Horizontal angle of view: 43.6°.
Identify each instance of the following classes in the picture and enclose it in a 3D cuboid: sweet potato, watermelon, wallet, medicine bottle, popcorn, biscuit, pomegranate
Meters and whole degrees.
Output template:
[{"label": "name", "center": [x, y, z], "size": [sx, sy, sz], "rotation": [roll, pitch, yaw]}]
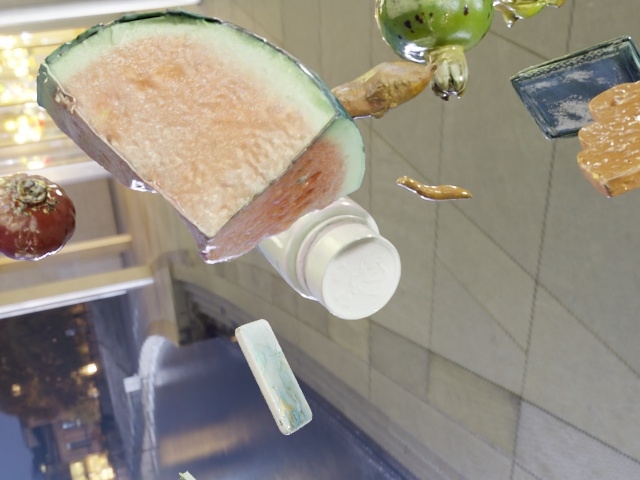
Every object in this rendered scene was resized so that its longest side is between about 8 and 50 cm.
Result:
[{"label": "sweet potato", "center": [0.055, -0.191, 1.081], "size": [0.068, 0.226, 0.068], "rotation": [-20, -90, -78]}, {"label": "watermelon", "center": [-0.110, -0.102, 0.710], "size": [0.148, 0.318, 0.226], "rotation": [109, 174, -63]}, {"label": "wallet", "center": [0.686, -0.381, 2.050], "size": [0.342, 0.075, 0.237], "rotation": [-10, 127, 50]}, {"label": "medicine bottle", "center": [0.000, 0.000, 1.283], "size": [0.293, 0.170, 0.170], "rotation": [-139, 40, -56]}, {"label": "popcorn", "center": [0.479, -0.655, 1.948], "size": [0.224, 0.270, 0.258], "rotation": [-65, -19, -16]}, {"label": "biscuit", "center": [0.440, -0.148, 1.038], "size": [0.284, 0.306, 0.043], "rotation": [-2, 127, 54]}, {"label": "sweet potato", "center": [0.248, -0.108, 1.758], "size": [0.044, 0.179, 0.044], "rotation": [-171, 90, -79]}, {"label": "pomegranate", "center": [0.185, -0.343, 1.274], "size": [0.202, 0.202, 0.247], "rotation": [143, 120, -73]}]

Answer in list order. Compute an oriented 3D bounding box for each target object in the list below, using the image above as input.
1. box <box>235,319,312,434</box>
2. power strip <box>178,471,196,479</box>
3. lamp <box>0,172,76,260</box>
[{"label": "box", "center": [-0.115, 0.335, 1.986], "size": [0.285, 0.044, 0.142], "rotation": [63, -158, 7]}, {"label": "power strip", "center": [-0.239, 0.472, 1.522], "size": [0.083, 0.017, 0.027], "rotation": [45, 128, 7]}, {"label": "lamp", "center": [-0.311, -0.026, 0.849], "size": [0.090, 0.101, 0.101], "rotation": [-54, 47, 49]}]
